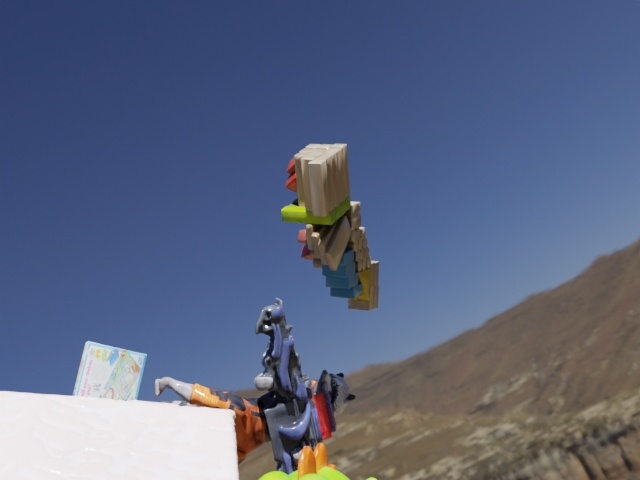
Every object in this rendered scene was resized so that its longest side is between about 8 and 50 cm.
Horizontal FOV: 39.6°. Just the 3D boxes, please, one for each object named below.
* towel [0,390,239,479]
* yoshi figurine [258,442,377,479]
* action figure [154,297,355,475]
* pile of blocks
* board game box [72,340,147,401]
[{"bbox_3d":[-0.249,0.251,0.939,0.332,0.053,0.317,7,16,-10],"label":"towel"},{"bbox_3d":[0.003,0.352,0.884,0.204,0.203,0.362,-31,-37,-3],"label":"yoshi figurine"},{"bbox_3d":[-0.109,0.255,1.495,0.330,0.341,0.178,-5,10,-10],"label":"action figure"},{"bbox_3d":[0.000,0.000,1.435,0.113,0.149,0.362,4,-44,24],"label":"pile of blocks"},{"bbox_3d":[-0.358,0.255,1.488,0.103,0.154,0.026,17,-18,-22],"label":"board game box"}]
